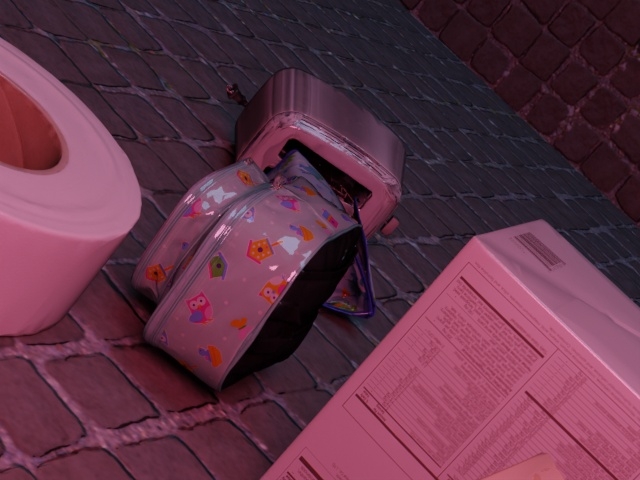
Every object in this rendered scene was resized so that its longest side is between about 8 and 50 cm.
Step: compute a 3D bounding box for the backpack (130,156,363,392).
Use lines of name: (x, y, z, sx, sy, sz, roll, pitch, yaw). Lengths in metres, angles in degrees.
backpack: (-0.062, 0.027, 1.097, 0.144, 0.166, 0.188, 37, 15, -1)

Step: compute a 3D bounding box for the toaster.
toaster: (-0.007, -0.090, 1.526, 0.227, 0.129, 0.146, 35, 22, -17)

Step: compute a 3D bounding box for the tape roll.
tape roll: (-0.272, -0.064, 1.011, 0.286, 0.100, 0.286, 35, 20, -15)

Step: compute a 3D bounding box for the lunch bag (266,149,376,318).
lunch bag: (0.000, 0.000, 1.402, 0.151, 0.096, 0.129, 49, 13, -20)

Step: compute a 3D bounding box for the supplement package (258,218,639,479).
supplement package: (0.125, 0.149, 1.023, 0.198, 0.263, 0.199, 44, 19, 14)

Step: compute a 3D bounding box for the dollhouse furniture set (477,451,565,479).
dollhouse furniture set: (0.061, 0.331, 0.562, 0.362, 0.256, 0.394, -12, 67, -43)
